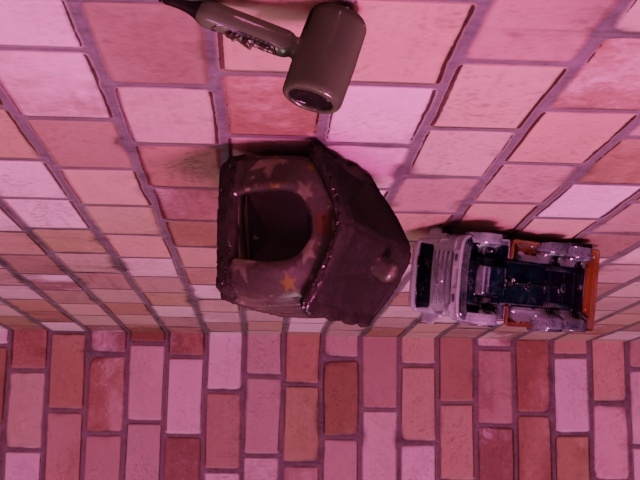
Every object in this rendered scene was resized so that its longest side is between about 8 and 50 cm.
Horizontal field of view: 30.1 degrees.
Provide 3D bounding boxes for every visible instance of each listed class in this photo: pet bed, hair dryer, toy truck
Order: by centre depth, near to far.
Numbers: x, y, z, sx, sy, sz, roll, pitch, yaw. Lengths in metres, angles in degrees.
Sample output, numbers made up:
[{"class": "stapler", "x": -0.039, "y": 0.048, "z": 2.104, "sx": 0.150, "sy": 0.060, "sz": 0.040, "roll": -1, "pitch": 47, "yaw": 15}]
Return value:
[{"class": "hair dryer", "x": -0.045, "y": -0.150, "z": 0.863, "sx": 0.150, "sy": 0.071, "sz": 0.047, "roll": 19, "pitch": 163, "yaw": -5}, {"class": "pet bed", "x": 0.000, "y": 0.000, "z": 1.287, "sx": 0.159, "sy": 0.183, "sz": 0.211, "roll": -1, "pitch": 170, "yaw": 22}, {"class": "toy truck", "x": 0.260, "y": 0.059, "z": 1.723, "sx": 0.305, "sy": 0.136, "sz": 0.162, "roll": 7, "pitch": 177, "yaw": -41}]
